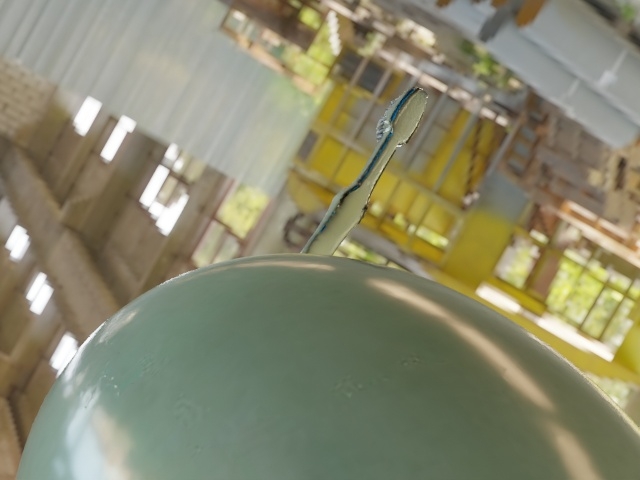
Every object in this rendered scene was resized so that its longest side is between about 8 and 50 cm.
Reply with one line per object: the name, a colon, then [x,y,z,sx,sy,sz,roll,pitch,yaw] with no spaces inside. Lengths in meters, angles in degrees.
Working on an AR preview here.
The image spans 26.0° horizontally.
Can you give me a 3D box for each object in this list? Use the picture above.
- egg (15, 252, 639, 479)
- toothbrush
egg: [0.021,0.160,0.572,0.276,0.276,0.389,25,-167,-48]
toothbrush: [0.003,0.000,0.972,0.026,0.294,0.028,44,149,-23]
